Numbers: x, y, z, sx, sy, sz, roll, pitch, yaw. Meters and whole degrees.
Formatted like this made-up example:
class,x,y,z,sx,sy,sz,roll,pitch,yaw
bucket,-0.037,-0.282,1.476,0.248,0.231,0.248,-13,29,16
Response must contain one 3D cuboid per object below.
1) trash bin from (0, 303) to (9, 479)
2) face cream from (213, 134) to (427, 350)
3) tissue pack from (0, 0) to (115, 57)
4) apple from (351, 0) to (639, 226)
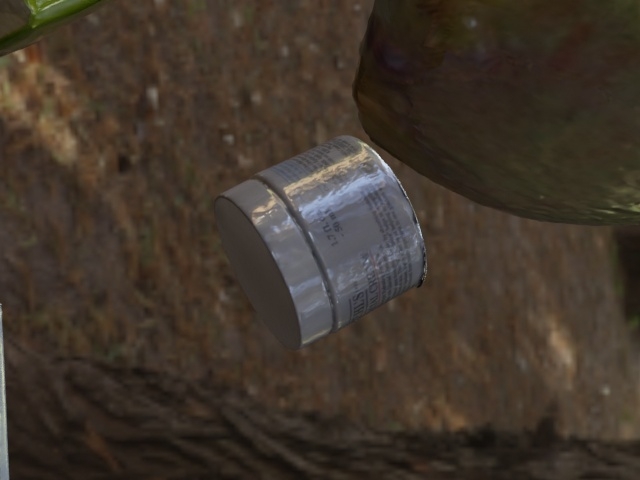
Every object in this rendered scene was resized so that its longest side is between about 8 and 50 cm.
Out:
class,x,y,z,sx,sy,sz,roll,pitch,yaw
trash bin,-0.370,0.223,1.076,0.256,0.296,0.367,26,66,-84
face cream,0.000,0.000,1.448,0.177,0.153,0.177,55,-18,27
tissue pack,-0.141,-0.222,0.835,0.275,0.200,0.167,-36,107,-37
apple,0.111,-0.078,0.372,0.193,0.265,0.120,-19,65,-42
